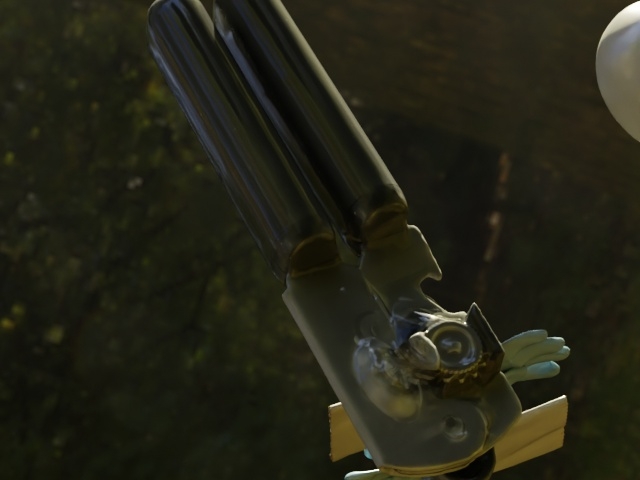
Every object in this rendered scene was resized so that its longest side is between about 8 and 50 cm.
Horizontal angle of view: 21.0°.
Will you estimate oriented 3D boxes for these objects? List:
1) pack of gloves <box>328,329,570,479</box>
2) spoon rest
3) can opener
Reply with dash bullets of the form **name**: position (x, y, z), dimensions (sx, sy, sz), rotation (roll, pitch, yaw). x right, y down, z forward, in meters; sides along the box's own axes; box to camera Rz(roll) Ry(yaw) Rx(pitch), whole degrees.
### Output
- **pack of gloves**: position (0.110, 0.154, 1.535), dimensions (0.195, 0.232, 0.046), rotation (86, 161, -49)
- **spoon rest**: position (0.352, -0.095, 1.509), dimensions (0.137, 0.276, 0.084), rotation (-43, -2, -21)
- **can opener**: position (0.000, 0.000, 0.835), dimensions (0.283, 0.076, 0.095), rotation (60, 160, 26)
